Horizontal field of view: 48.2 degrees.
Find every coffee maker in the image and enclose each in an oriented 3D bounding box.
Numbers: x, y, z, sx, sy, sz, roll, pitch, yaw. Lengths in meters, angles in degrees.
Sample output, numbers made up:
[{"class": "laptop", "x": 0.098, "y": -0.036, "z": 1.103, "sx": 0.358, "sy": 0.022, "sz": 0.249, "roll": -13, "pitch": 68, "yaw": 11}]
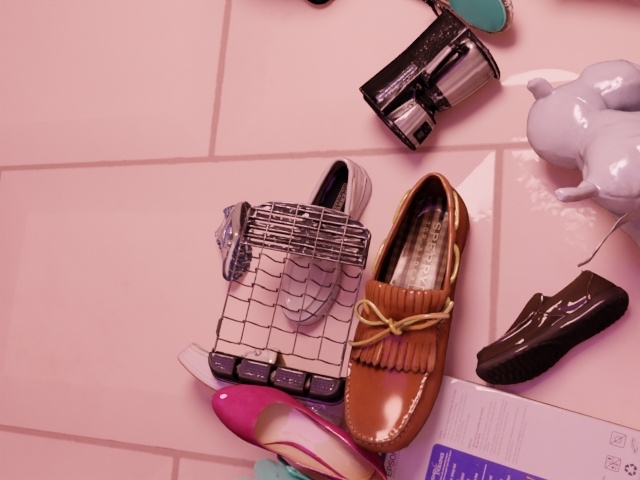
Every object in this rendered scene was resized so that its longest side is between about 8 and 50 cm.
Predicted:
[{"class": "coffee maker", "x": 0.154, "y": -0.248, "z": 1.082, "sx": 0.178, "sy": 0.120, "sz": 0.171, "roll": -40, "pitch": 42, "yaw": 10}]

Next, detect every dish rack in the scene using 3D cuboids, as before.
[{"class": "dish rack", "x": -0.039, "y": 0.083, "z": 1.020, "sx": 0.208, "sy": 0.074, "sz": 0.272, "roll": 11, "pitch": 79, "yaw": 7}]

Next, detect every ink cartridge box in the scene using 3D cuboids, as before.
[{"class": "ink cartridge box", "x": 0.251, "y": 0.286, "z": 0.940, "sx": 0.332, "sy": 0.065, "sz": 0.166, "roll": 14, "pitch": 85, "yaw": 24}]

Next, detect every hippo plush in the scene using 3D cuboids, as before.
[{"class": "hippo plush", "x": 0.382, "y": -0.104, "z": 0.922, "sx": 0.294, "sy": 0.234, "sz": 0.236, "roll": -34, "pitch": 36, "yaw": -2}]

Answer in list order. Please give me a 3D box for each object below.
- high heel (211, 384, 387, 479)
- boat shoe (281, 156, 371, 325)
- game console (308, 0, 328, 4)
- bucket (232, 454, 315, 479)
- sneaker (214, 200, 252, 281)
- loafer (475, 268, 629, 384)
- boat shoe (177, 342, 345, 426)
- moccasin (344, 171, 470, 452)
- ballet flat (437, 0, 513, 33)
[{"class": "high heel", "x": -0.026, "y": 0.260, "z": 0.934, "sx": 0.244, "sy": 0.117, "sz": 0.082, "roll": 34, "pitch": 79, "yaw": -15}, {"class": "boat shoe", "x": 0.000, "y": 0.000, "z": 1.094, "sx": 0.096, "sy": 0.088, "sz": 0.268, "roll": 25, "pitch": 89, "yaw": 25}, {"class": "game console", "x": 0.092, "y": -0.548, "z": 1.198, "sx": 0.361, "sy": 0.044, "sz": 0.213, "roll": -48, "pitch": 65, "yaw": 8}, {"class": "bucket", "x": -0.061, "y": 0.446, "z": 0.930, "sx": 0.183, "sy": 0.281, "sz": 0.281, "roll": 31, "pitch": 92, "yaw": 24}, {"class": "sneaker", "x": -0.147, "y": 0.003, "z": 1.183, "sx": 0.058, "sy": 0.052, "sz": 0.135, "roll": -3, "pitch": 70, "yaw": 33}, {"class": "loafer", "x": 0.299, "y": 0.116, "z": 0.958, "sx": 0.220, "sy": 0.080, "sz": 0.078, "roll": -31, "pitch": 45, "yaw": 4}, {"class": "boat shoe", "x": -0.085, "y": 0.207, "z": 1.086, "sx": 0.277, "sy": 0.098, "sz": 0.096, "roll": 23, "pitch": 88, "yaw": 16}, {"class": "moccasin", "x": 0.117, "y": 0.087, "z": 0.946, "sx": 0.139, "sy": 0.147, "sz": 0.380, "roll": 15, "pitch": 69, "yaw": 25}, {"class": "ballet flat", "x": 0.212, "y": -0.399, "z": 1.097, "sx": 0.241, "sy": 0.077, "sz": 0.091, "roll": 42, "pitch": 139, "yaw": 24}]
